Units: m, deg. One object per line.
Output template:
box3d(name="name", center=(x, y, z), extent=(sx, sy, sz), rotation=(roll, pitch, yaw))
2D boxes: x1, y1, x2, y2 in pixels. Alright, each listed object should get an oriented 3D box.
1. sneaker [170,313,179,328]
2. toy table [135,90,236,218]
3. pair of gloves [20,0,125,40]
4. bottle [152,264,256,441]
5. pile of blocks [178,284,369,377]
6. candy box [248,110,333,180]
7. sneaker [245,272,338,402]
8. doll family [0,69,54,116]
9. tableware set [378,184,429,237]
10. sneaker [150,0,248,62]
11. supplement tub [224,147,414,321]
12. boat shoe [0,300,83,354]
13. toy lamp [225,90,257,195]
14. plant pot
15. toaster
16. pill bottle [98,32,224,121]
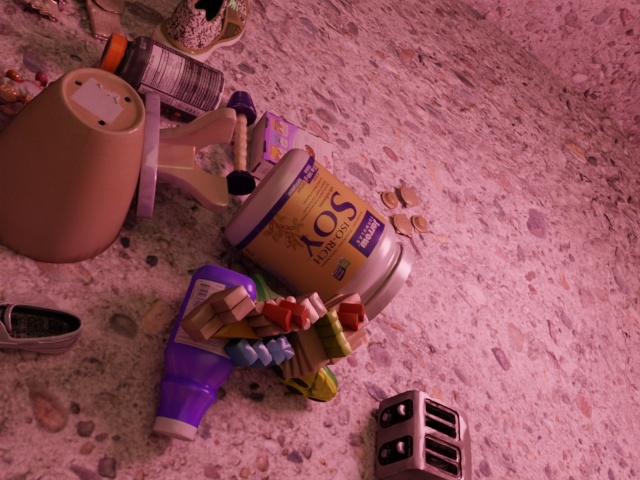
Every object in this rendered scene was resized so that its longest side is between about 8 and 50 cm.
box3d(name="sneaker", center=(-0.219, 0.133, 1.121), extent=(0.057, 0.047, 0.119), rotation=(48, 48, -10))
box3d(name="toy table", center=(-0.263, -0.157, 1.177), extent=(0.161, 0.252, 0.274), rotation=(4, 64, -19))
box3d(name="pair of gloves", center=(-0.545, -0.545, 1.356), extent=(0.240, 0.042, 0.204), rotation=(10, 53, -37))
box3d(name="bottle", center=(-0.196, 0.184, 1.024), extent=(0.118, 0.092, 0.282), rotation=(19, 63, -9))
box3d(name="pile of blocks", center=(-0.042, 0.152, 1.018), extent=(0.362, 0.113, 0.148), rotation=(5, 74, -38))
box3d(name="candy box", center=(-0.066, -0.196, 1.482), extent=(0.196, 0.070, 0.164), rotation=(23, 47, -26))
box3d(name="sneaker", center=(-0.058, 0.176, 1.173), extent=(0.295, 0.109, 0.123), rotation=(51, 45, 3))
box3d(name="doll family", center=(-0.591, -0.273, 1.050), extent=(0.263, 0.118, 0.163), rotation=(37, 23, -2))
box3d(name="tableware set", center=(0.233, -0.081, 1.692), extent=(0.141, 0.020, 0.168), rotation=(-2, 62, -39))
box3d(name="sneaker", center=(-0.254, -0.573, 1.522), extent=(0.158, 0.182, 0.410), rotation=(36, 42, -14))
box3d(name="supplement tub", center=(0.000, 0.000, 1.258), extent=(0.331, 0.241, 0.241), rotation=(39, 42, -10))
box3d(name="boat shoe", center=(-0.459, 0.116, 0.891), extent=(0.228, 0.081, 0.079), rotation=(12, 53, -35))
box3d(name="toy lamp", center=(-0.182, -0.231, 1.402), extent=(0.080, 0.080, 0.274), rotation=(19, 48, -30))
box3d(name="plant pot", center=(-0.396, -0.138, 0.995), extent=(0.257, 0.274, 0.256), rotation=(22, 48, -27))
box3d(name="toaster", center=(0.208, 0.410, 1.224), extent=(0.186, 0.110, 0.168), rotation=(29, 45, -22))
box3d(name="pill bottle", center=(-0.340, -0.349, 1.316), extent=(0.246, 0.130, 0.130), rotation=(20, 48, -29))
